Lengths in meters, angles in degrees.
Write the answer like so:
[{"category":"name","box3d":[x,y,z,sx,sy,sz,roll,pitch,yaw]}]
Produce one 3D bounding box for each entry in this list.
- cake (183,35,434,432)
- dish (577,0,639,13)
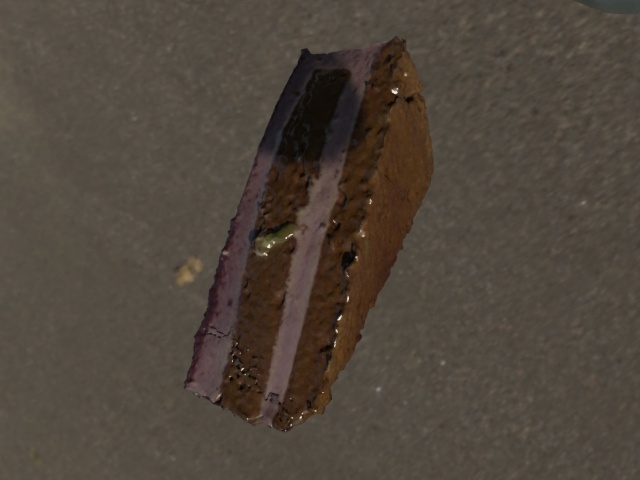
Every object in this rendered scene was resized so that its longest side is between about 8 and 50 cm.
[{"category":"cake","box3d":[0.000,0.000,0.852,0.116,0.295,0.113,9,157,31]},{"category":"dish","box3d":[0.155,-0.259,0.762,0.120,0.303,0.303,-25,92,20]}]
